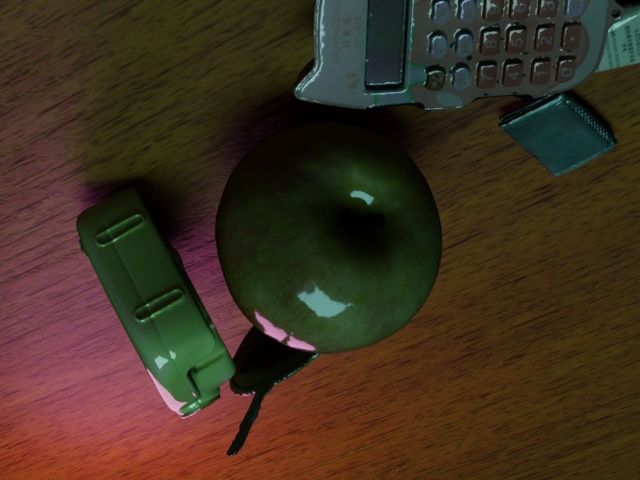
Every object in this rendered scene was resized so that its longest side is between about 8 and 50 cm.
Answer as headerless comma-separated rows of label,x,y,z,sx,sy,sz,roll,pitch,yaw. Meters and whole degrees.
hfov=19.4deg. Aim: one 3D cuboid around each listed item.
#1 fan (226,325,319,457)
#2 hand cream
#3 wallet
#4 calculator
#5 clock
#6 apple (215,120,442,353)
fan,-0.041,0.129,2.199,0.229,0.335,0.011,-27,116,41
hand cream,0.228,-0.192,1.934,0.276,0.059,0.095,-12,141,7
wallet,0.265,-0.123,2.074,0.088,0.026,0.129,-26,142,26
calculator,0.137,-0.221,1.838,0.329,0.048,0.220,-2,132,-4
clock,-0.182,0.092,2.207,0.096,0.235,0.308,-29,155,-5
apple,0.000,0.000,2.036,0.257,0.257,0.234,12,162,-25
